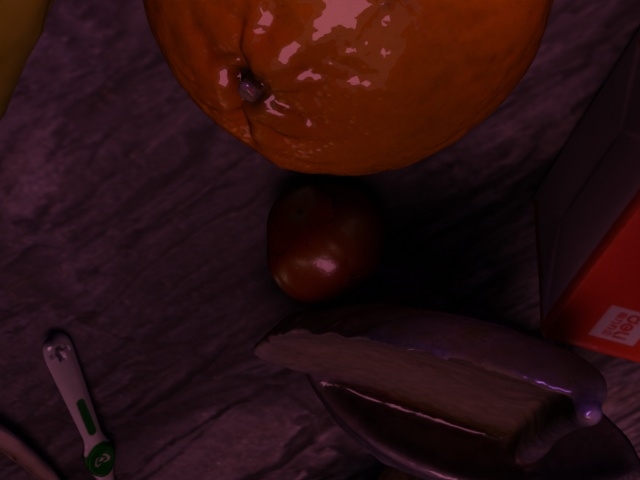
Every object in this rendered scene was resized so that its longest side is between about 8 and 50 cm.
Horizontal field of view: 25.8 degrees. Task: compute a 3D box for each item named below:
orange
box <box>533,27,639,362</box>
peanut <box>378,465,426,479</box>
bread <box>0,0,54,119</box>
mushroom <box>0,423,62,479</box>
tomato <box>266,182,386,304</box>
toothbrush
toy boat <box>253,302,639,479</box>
[{"bbox_3d":[0.013,-0.138,0.727,0.219,0.193,0.219,6,154,3],"label":"orange"},{"bbox_3d":[0.214,-0.028,0.879,0.099,0.133,0.182,14,135,-13],"label":"box"},{"bbox_3d":[0.113,0.195,1.159,0.089,0.089,0.193,26,131,-25],"label":"peanut"},{"bbox_3d":[-0.260,-0.172,0.591,0.308,0.348,0.348,20,135,-30],"label":"bread"},{"bbox_3d":[-0.286,0.179,1.188,0.068,0.043,0.306,-39,128,4],"label":"mushroom"},{"bbox_3d":[0.000,0.000,0.950,0.087,0.087,0.075,-27,121,27],"label":"tomato"},{"bbox_3d":[-0.192,0.178,1.192,0.030,0.030,0.304,-5,136,6],"label":"toothbrush"},{"bbox_3d":[0.085,0.097,0.980,0.276,0.111,0.293,14,160,22],"label":"toy boat"}]
